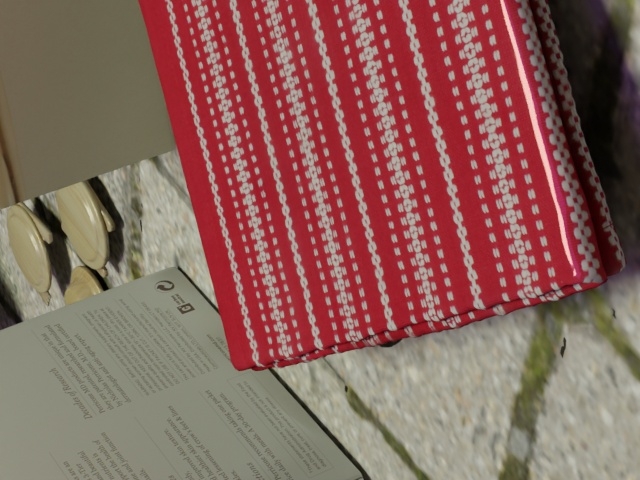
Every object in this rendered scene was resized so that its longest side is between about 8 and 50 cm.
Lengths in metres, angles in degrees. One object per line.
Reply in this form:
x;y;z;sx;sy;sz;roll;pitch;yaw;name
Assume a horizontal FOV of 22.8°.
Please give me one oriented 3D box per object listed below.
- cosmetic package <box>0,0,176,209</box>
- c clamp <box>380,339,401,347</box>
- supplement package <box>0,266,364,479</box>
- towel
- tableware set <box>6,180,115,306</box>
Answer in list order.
-0.174;-0.191;0.797;0.160;0.113;0.309;32;137;51;cosmetic package
0.000;0.000;0.711;0.161;0.022;0.137;22;122;57;c clamp
-0.141;0.181;0.836;0.199;0.263;0.198;44;145;42;supplement package
0.007;-0.057;0.618;0.275;0.031;0.199;-20;85;61;towel
-0.169;-0.006;1.032;0.141;0.020;0.168;48;146;33;tableware set
